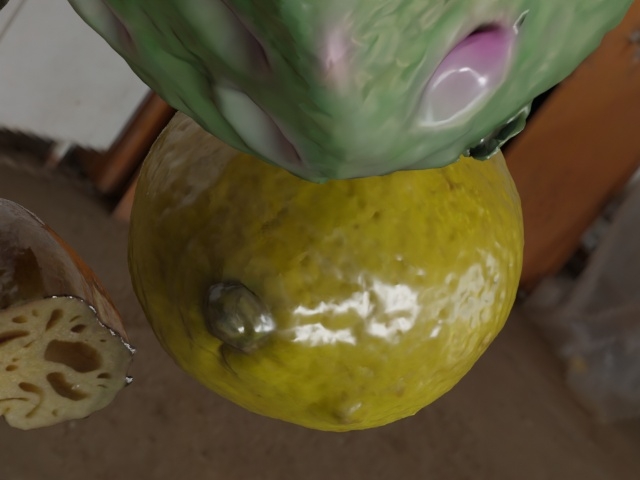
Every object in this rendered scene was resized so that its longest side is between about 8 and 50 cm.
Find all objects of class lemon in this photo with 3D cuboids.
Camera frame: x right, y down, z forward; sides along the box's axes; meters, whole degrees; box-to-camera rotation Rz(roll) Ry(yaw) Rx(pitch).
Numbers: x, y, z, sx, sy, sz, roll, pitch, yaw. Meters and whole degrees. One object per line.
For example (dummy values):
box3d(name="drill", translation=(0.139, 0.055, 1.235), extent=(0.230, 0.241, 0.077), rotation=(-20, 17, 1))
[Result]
box3d(name="lemon", translation=(0.000, 0.000, 1.452), extent=(0.350, 0.350, 0.387), rotation=(42, 33, 10))

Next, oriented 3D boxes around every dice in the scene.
box3d(name="dice", translation=(0.006, -0.247, 0.886), extent=(0.318, 0.330, 0.322), rotation=(41, -16, 28))

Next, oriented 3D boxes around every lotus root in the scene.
box3d(name="lotus root", translation=(-0.412, 0.109, 2.116), extent=(0.316, 0.316, 0.250), rotation=(18, 31, -40))

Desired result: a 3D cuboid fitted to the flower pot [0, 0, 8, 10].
box3d(name="flower pot", translation=(-0.442, -0.293, 1.954), extent=(0.107, 0.157, 0.157), rotation=(50, 18, -19))
